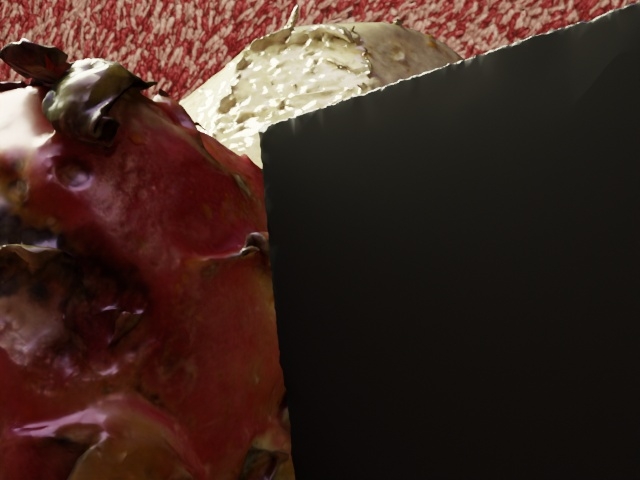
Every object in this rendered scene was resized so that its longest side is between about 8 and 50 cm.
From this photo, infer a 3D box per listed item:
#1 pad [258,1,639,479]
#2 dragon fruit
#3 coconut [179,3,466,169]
[{"bbox_3d":[0.106,0.044,0.327,0.007,0.247,0.368,1,-9,-43],"label":"pad"},{"bbox_3d":[-0.126,0.104,0.568,0.296,0.314,0.262,-28,44,15],"label":"dragon fruit"},{"bbox_3d":[0.000,0.000,0.929,0.346,0.346,0.360,-18,-16,-47],"label":"coconut"}]
